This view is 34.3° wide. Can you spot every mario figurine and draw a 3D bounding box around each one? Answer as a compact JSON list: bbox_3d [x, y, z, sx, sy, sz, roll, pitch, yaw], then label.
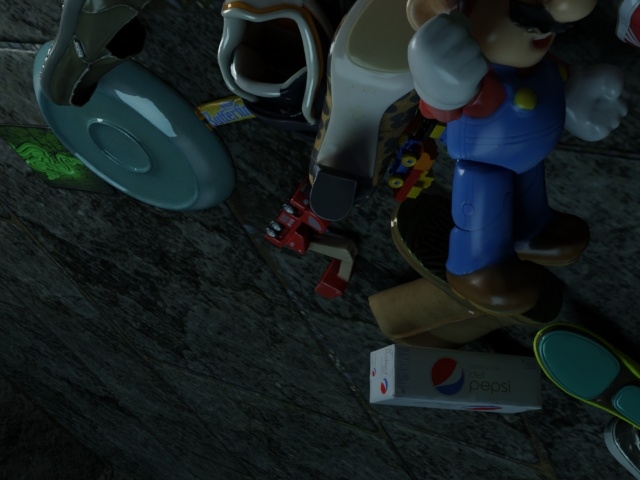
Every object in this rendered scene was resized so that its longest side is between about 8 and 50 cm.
[{"bbox_3d":[0.147,-0.105,0.727,0.170,0.198,0.320,-9,118,7],"label":"mario figurine"}]

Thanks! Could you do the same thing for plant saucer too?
[{"bbox_3d":[-0.259,-0.137,1.386,0.318,0.043,0.317,25,154,13],"label":"plant saucer"}]

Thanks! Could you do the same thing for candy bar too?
[{"bbox_3d":[-0.091,-0.152,1.199,0.161,0.018,0.040,-3,138,49],"label":"candy bar"}]

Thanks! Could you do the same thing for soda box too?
[{"bbox_3d":[0.174,0.179,1.329,0.216,0.069,0.074,8,163,-21],"label":"soda box"}]

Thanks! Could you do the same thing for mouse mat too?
[{"bbox_3d":[-0.416,-0.127,1.623,0.190,0.007,0.152,9,147,41],"label":"mouse mat"}]

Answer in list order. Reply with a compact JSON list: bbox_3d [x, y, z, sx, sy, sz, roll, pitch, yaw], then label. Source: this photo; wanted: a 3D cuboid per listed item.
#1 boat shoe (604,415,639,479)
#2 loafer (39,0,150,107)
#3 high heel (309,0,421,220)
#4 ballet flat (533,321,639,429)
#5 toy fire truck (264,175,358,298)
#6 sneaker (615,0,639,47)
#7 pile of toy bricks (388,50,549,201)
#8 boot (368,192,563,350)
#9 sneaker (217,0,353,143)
[{"bbox_3d":[0.462,0.303,1.330,0.219,0.078,0.070,39,155,-10],"label":"boat shoe"},{"bbox_3d":[-0.248,-0.218,1.159,0.087,0.094,0.251,30,149,-7],"label":"loafer"},{"bbox_3d":[0.055,-0.146,0.903,0.093,0.261,0.186,24,-170,1],"label":"high heel"},{"bbox_3d":[0.337,0.158,1.216,0.231,0.077,0.077,33,-160,-12],"label":"ballet flat"},{"bbox_3d":[0.000,0.000,1.336,0.135,0.047,0.192,33,154,-4],"label":"toy fire truck"},{"bbox_3d":[0.248,-0.145,0.740,0.067,0.042,0.118,48,-166,14],"label":"sneaker"},{"bbox_3d":[0.136,-0.126,0.922,0.105,0.118,0.212,9,142,-17],"label":"pile of toy bricks"},{"bbox_3d":[0.127,0.058,1.250,0.236,0.089,0.269,36,155,-13],"label":"boot"},{"bbox_3d":[-0.016,-0.152,0.995,0.126,0.127,0.321,15,151,29],"label":"sneaker"}]
